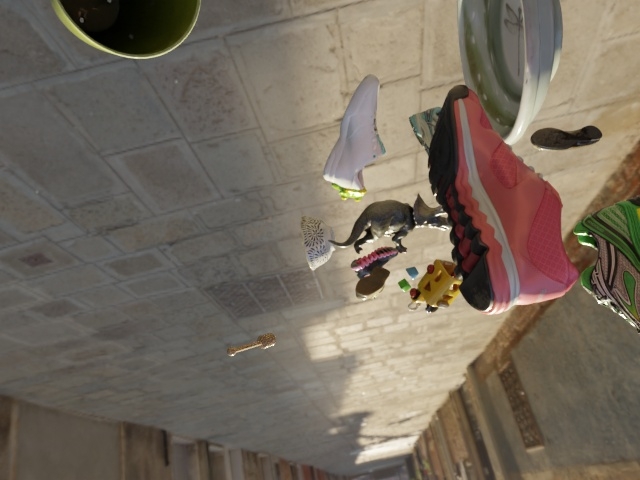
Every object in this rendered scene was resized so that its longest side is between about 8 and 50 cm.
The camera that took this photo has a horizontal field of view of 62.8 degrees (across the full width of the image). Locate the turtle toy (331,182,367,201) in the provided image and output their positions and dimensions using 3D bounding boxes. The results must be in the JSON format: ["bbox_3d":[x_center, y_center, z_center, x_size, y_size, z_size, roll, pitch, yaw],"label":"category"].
[{"bbox_3d":[0.103,-0.187,1.860,0.130,0.066,0.095,8,162,-9],"label":"turtle toy"}]

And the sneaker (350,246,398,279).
[{"bbox_3d":[0.133,0.056,1.257,0.120,0.047,0.057,-23,113,-1],"label":"sneaker"}]

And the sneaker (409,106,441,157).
[{"bbox_3d":[0.362,-0.302,1.554,0.122,0.282,0.110,-28,143,11],"label":"sneaker"}]

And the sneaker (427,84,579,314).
[{"bbox_3d":[0.225,-0.059,0.662,0.136,0.313,0.116,-3,155,-6],"label":"sneaker"}]

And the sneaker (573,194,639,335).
[{"bbox_3d":[0.529,0.099,0.872,0.147,0.343,0.134,-20,149,26],"label":"sneaker"}]

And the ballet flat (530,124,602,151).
[{"bbox_3d":[0.715,-0.292,1.539,0.250,0.084,0.058,-11,155,-21],"label":"ballet flat"}]

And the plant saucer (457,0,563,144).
[{"bbox_3d":[0.353,-0.380,0.969,0.101,0.399,0.400,-10,154,3],"label":"plant saucer"}]

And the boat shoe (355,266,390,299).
[{"bbox_3d":[0.109,0.098,1.092,0.135,0.050,0.045,-30,137,-56],"label":"boat shoe"}]

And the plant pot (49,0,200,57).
[{"bbox_3d":[-0.429,-0.502,1.059,0.275,0.274,0.294,10,-174,-38],"label":"plant pot"}]

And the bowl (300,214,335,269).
[{"bbox_3d":[0.000,0.000,1.576,0.080,0.170,0.170,-10,154,9],"label":"bowl"}]

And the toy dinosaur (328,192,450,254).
[{"bbox_3d":[0.160,-0.049,1.303,0.314,0.121,0.160,0,130,-19],"label":"toy dinosaur"}]

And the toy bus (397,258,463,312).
[{"bbox_3d":[0.346,0.153,1.549,0.191,0.104,0.202,-25,133,3],"label":"toy bus"}]

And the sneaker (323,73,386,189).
[{"bbox_3d":[0.082,-0.193,0.962,0.094,0.080,0.212,25,119,9],"label":"sneaker"}]

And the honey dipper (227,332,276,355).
[{"bbox_3d":[-0.151,0.227,1.135,0.031,0.030,0.161,-26,168,25],"label":"honey dipper"}]
